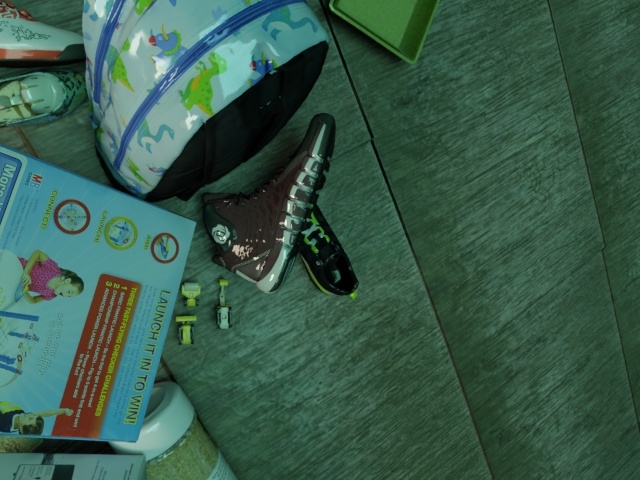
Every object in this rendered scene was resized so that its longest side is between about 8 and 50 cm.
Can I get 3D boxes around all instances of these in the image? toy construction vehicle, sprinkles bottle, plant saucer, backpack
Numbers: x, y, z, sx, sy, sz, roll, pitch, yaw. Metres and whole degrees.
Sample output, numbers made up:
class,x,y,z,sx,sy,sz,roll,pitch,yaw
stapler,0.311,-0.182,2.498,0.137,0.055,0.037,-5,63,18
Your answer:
class,x,y,z,sx,sy,sz,roll,pitch,yaw
toy construction vehicle,-0.185,0.111,0.835,0.086,0.035,0.098,-3,97,-16
sprinkles bottle,-0.188,0.390,0.821,0.121,0.121,0.355,-32,111,-20
plant saucer,0.112,-0.422,0.897,0.189,0.045,0.188,23,87,-28
backpack,-0.139,-0.190,0.627,0.290,0.356,0.273,-34,111,-18

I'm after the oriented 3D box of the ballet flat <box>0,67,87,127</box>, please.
class,x,y,z,sx,sy,sz,roll,pitch,yaw
ballet flat,-0.387,-0.173,0.665,0.189,0.070,0.070,-26,109,-22

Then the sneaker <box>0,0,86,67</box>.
class,x,y,z,sx,sy,sz,roll,pitch,yaw
sneaker,-0.416,-0.280,0.619,0.270,0.090,0.144,-8,104,-24

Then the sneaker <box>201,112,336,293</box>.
class,x,y,z,sx,sy,sz,roll,pitch,yaw
sneaker,-0.089,-0.074,0.785,0.163,0.106,0.281,21,92,6

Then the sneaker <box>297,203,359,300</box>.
class,x,y,z,sx,sy,sz,roll,pitch,yaw
sneaker,0.000,0.000,0.873,0.084,0.097,0.234,-41,114,-17

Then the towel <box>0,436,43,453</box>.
class,x,y,z,sx,sy,sz,roll,pitch,yaw
towel,-0.468,0.271,0.711,0.148,0.027,0.110,44,76,-26

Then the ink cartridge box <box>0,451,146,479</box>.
class,x,y,z,sx,sy,sz,roll,pitch,yaw
ink cartridge box,-0.343,0.362,0.695,0.209,0.086,0.152,4,119,-7

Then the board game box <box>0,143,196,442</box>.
class,x,y,z,sx,sy,sz,roll,pitch,yaw
board game box,-0.334,0.071,0.641,0.302,0.086,0.308,25,72,-42
